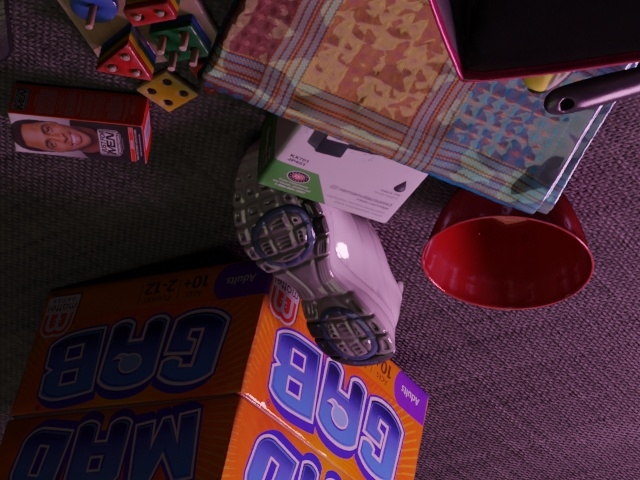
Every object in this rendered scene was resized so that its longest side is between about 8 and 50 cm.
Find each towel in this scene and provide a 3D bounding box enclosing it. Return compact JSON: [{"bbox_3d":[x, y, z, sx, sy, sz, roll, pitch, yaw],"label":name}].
[{"bbox_3d":[0.109,-0.184,1.514,0.370,0.040,0.271,19,119,-18],"label":"towel"}]

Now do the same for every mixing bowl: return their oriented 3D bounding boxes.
[{"bbox_3d":[0.201,-0.014,1.792,0.181,0.098,0.181,5,147,3],"label":"mixing bowl"}]

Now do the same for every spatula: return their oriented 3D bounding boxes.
[{"bbox_3d":[0.344,-0.152,1.526,0.296,0.030,0.084,-11,131,-6],"label":"spatula"}]

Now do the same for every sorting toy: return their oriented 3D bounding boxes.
[{"bbox_3d":[-0.174,-0.201,1.626,0.132,0.046,0.274,-7,145,20],"label":"sorting toy"}]

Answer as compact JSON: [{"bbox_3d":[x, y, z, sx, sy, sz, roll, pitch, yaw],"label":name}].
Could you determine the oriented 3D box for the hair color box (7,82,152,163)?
[{"bbox_3d":[-0.251,-0.122,1.760,0.141,0.043,0.072,6,148,3],"label":"hair color box"}]

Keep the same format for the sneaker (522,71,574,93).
[{"bbox_3d":[0.196,-0.229,1.431,0.094,0.081,0.209,12,106,-5],"label":"sneaker"}]

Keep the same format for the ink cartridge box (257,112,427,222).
[{"bbox_3d":[0.046,-0.121,1.669,0.153,0.087,0.208,17,144,-16],"label":"ink cartridge box"}]

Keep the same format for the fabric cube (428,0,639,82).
[{"bbox_3d":[0.198,-0.303,1.214,0.254,0.258,0.259,-5,145,19],"label":"fabric cube"}]

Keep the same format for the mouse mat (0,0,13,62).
[{"bbox_3d":[-0.390,-0.197,1.620,0.189,0.007,0.153,-19,151,-17],"label":"mouse mat"}]

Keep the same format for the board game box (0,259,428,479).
[{"bbox_3d":[-0.133,0.277,2.024,0.356,0.356,0.356,-10,143,34],"label":"board game box"}]

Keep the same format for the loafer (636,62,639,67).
[{"bbox_3d":[0.390,-0.139,1.586,0.220,0.078,0.080,13,146,-10],"label":"loafer"}]

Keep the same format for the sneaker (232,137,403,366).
[{"bbox_3d":[0.000,0.000,1.847,0.111,0.129,0.297,-11,124,28],"label":"sneaker"}]
